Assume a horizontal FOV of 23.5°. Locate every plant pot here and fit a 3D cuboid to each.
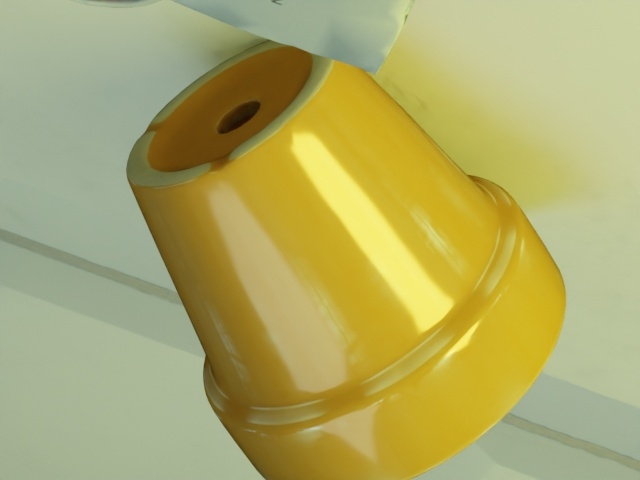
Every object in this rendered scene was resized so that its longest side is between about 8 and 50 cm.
[{"bbox_3d":[0.000,0.000,0.825,0.205,0.205,0.188,-7,128,41],"label":"plant pot"}]

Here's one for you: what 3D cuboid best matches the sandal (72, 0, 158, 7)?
[{"bbox_3d":[-0.237,-0.196,0.638,0.416,0.102,0.169,24,154,-21],"label":"sandal"}]

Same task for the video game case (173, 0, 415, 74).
[{"bbox_3d":[0.045,-0.209,0.298,0.061,0.269,0.244,17,153,-5],"label":"video game case"}]
